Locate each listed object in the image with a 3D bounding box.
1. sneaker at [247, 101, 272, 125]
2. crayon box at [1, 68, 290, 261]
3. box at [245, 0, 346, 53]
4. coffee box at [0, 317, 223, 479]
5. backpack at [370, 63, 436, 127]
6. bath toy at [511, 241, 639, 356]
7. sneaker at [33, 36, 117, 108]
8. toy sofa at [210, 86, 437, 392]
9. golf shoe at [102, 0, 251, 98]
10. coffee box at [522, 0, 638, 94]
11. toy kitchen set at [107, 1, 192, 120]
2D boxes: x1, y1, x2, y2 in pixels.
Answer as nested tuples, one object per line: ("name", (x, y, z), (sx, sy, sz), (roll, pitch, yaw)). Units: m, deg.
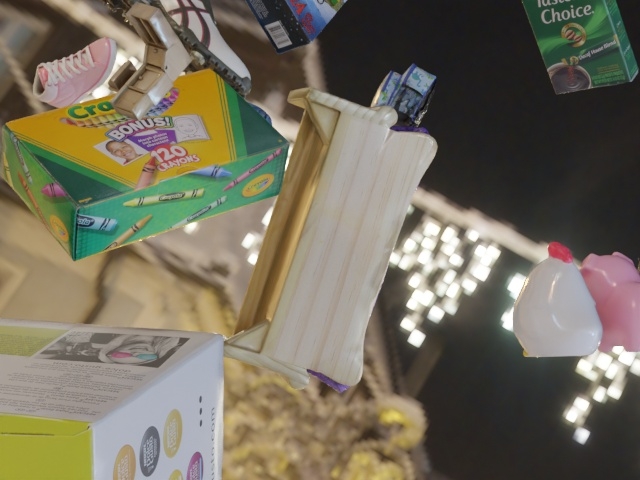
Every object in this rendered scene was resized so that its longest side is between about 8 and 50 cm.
("sneaker", (-0.124, -0.157, 2.081), (0.078, 0.067, 0.188), (19, -11, 35))
("crayon box", (-0.196, -0.090, 1.824), (0.165, 0.278, 0.081), (44, -41, 34))
("box", (-0.049, -0.314, 1.522), (0.044, 0.159, 0.233), (-14, -62, 38))
("coffee box", (-0.316, 0.285, 1.709), (0.338, 0.337, 0.334), (4, 13, 17))
("backpack", (0.129, -0.221, 2.561), (0.084, 0.114, 0.105), (31, -22, 2))
("bath toy", (0.358, 0.064, 1.863), (0.348, 0.129, 0.151), (-1, -2, -35))
("sneaker", (-0.328, -0.222, 2.139), (0.070, 0.051, 0.134), (11, -40, -44))
("toy sofa", (0.000, 0.000, 2.025), (0.177, 0.362, 0.150), (18, -1, -11))
("golf shoe", (-0.182, -0.311, 2.241), (0.273, 0.120, 0.105), (43, -20, 5))
("coffee box", (0.326, -0.283, 2.086), (0.113, 0.040, 0.184), (-7, -63, 34))
("toy kitchen set", (-0.185, -0.174, 1.553), (0.068, 0.083, 0.075), (21, -25, 38))
